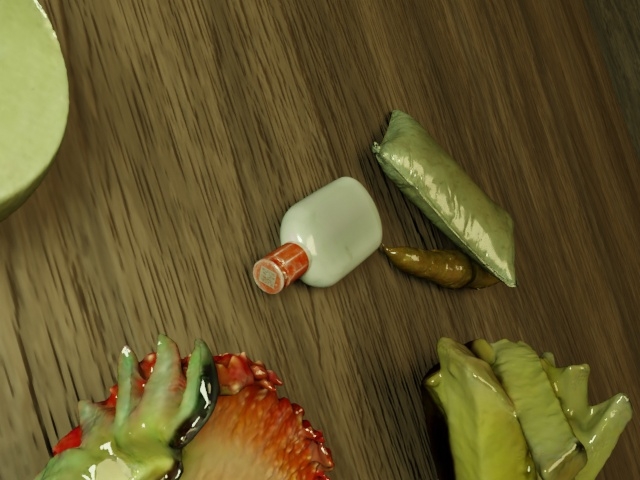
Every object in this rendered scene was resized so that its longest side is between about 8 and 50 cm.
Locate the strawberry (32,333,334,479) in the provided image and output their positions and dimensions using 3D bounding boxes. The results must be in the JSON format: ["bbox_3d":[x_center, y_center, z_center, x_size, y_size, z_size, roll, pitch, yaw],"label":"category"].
[{"bbox_3d":[-0.109,0.212,0.527,0.233,0.138,0.306,-60,149,-23],"label":"strawberry"}]

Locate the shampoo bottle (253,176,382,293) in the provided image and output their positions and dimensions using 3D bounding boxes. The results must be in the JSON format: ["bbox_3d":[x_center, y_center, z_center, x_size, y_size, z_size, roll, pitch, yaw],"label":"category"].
[{"bbox_3d":[0.000,0.000,0.784,0.221,0.051,0.108,-35,105,-52],"label":"shampoo bottle"}]

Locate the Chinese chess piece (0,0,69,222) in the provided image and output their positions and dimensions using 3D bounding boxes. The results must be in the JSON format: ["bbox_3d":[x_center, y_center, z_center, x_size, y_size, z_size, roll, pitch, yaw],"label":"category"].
[{"bbox_3d":[-0.295,-0.111,0.431,0.250,0.101,0.250,24,57,-43],"label":"Chinese chess piece"}]

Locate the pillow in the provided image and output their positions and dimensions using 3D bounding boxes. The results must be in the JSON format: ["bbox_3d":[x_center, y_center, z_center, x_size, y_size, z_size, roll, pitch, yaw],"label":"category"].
[{"bbox_3d":[0.197,-0.072,1.006,0.302,0.075,0.185,43,31,-13],"label":"pillow"}]

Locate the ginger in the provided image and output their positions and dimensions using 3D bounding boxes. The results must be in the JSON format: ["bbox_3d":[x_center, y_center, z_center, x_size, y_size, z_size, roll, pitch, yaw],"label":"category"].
[{"bbox_3d":[0.292,0.292,0.815,0.413,0.211,0.358,25,58,-40],"label":"ginger"}]

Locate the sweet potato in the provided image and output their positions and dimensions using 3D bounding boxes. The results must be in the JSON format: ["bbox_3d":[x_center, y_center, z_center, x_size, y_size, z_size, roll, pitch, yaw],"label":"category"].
[{"bbox_3d":[0.190,0.040,0.993,0.274,0.067,0.067,14,64,-43],"label":"sweet potato"}]
